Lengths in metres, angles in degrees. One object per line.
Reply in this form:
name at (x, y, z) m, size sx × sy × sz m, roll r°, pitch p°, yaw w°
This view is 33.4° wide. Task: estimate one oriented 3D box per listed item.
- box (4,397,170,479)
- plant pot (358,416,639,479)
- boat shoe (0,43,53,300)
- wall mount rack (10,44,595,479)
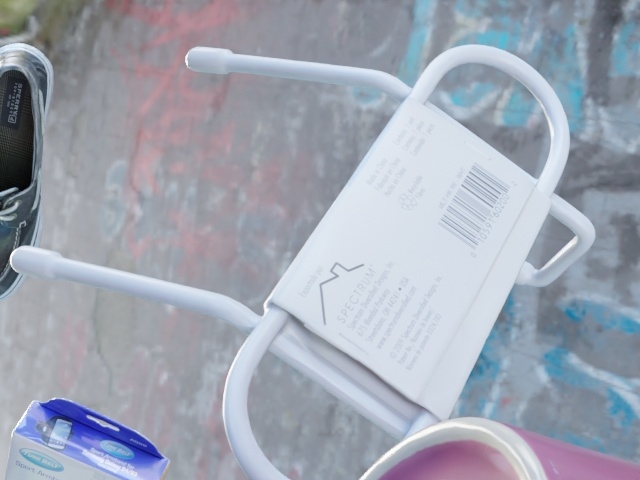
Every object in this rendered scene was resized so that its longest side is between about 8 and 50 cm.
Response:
box at (-0.133, 0.142, 0.588) m, size 0.028 × 0.081 × 0.136 m, roll -66°, pitch -1°, yaw -47°
plant pot at (0.092, 0.154, 0.349) m, size 0.201 × 0.180 × 0.201 m, roll -46°, pitch 24°, yaw 27°
boat shoe at (-0.402, -0.072, 1.305) m, size 0.119 × 0.121 × 0.335 m, roll -101°, pitch 20°, yaw -72°
wall mount rack at (0.000, 0.000, 0.669) m, size 0.350 × 0.304 × 0.130 m, roll -56°, pitch 2°, yaw -33°
